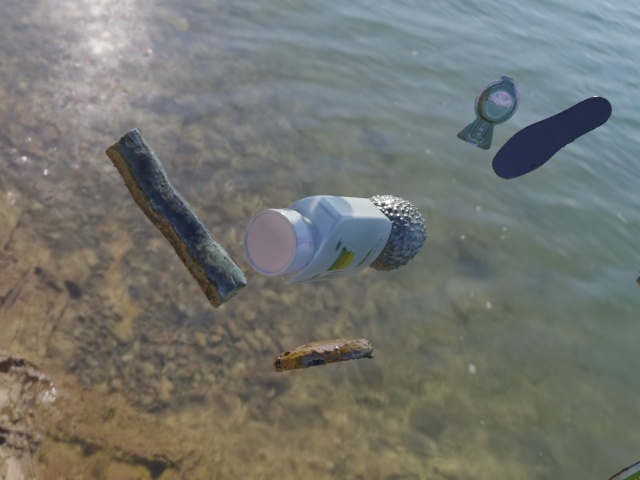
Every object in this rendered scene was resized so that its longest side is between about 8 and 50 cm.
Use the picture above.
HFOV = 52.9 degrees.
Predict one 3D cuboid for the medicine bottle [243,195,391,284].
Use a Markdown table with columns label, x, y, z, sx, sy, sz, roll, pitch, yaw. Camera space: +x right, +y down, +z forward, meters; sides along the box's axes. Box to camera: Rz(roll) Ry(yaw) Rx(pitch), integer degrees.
| label | x | y | z | sx | sy | sz | roll | pitch | yaw |
| --- | --- | --- | --- | --- | --- | --- | --- | --- | --- |
| medicine bottle | 0.000 | 0.000 | 1.110 | 0.111 | 0.161 | 0.296 | 47 | 23 | 24 |

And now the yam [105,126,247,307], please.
| label | x | y | z | sx | sy | sz | roll | pitch | yaw |
| --- | --- | --- | --- | --- | --- | --- | --- | --- | --- |
| yam | -0.186 | -0.030 | 0.818 | 0.253 | 0.061 | 0.061 | 54 | 43 | 2 |

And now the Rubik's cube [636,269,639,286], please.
| label | x | y | z | sx | sy | sz | roll | pitch | yaw |
| --- | --- | --- | --- | --- | --- | --- | --- | --- | --- |
| Rubik's cube | 0.837 | 0.014 | 1.113 | 0.344 | 0.347 | 0.346 | 39 | 64 | -10 |

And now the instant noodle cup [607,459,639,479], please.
| label | x | y | z | sx | sy | sz | roll | pitch | yaw |
| --- | --- | --- | --- | --- | --- | --- | --- | --- | --- |
| instant noodle cup | 0.529 | 0.416 | 0.902 | 0.207 | 0.207 | 0.232 | -3 | 51 | -34 |

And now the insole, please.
| label | x | y | z | sx | sy | sz | roll | pitch | yaw |
| --- | --- | --- | --- | --- | --- | --- | --- | --- | --- |
| insole | 0.595 | -0.269 | 1.671 | 0.111 | 0.328 | 0.007 | 62 | 18 | 9 |

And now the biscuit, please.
| label | x | y | z | sx | sy | sz | roll | pitch | yaw |
| --- | --- | --- | --- | --- | --- | --- | --- | --- | --- |
| biscuit | 0.006 | 0.323 | 1.846 | 0.296 | 0.296 | 0.075 | -2 | 76 | -33 |

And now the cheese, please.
| label | x | y | z | sx | sy | sz | roll | pitch | yaw |
| --- | --- | --- | --- | --- | --- | --- | --- | --- | --- |
| cheese | 0.267 | -0.201 | 1.008 | 0.067 | 0.120 | 0.026 | 23 | 33 | -5 |

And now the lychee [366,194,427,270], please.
| label | x | y | z | sx | sy | sz | roll | pitch | yaw |
| --- | --- | --- | --- | --- | --- | --- | --- | --- | --- |
| lychee | 0.216 | -0.030 | 2.127 | 0.274 | 0.255 | 0.255 | -31 | 70 | -34 |
